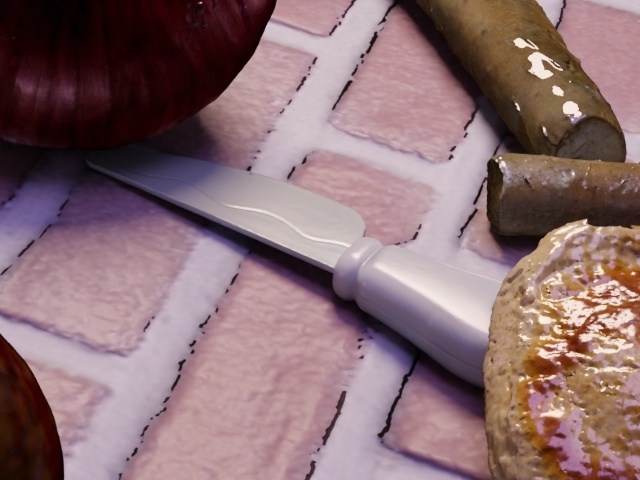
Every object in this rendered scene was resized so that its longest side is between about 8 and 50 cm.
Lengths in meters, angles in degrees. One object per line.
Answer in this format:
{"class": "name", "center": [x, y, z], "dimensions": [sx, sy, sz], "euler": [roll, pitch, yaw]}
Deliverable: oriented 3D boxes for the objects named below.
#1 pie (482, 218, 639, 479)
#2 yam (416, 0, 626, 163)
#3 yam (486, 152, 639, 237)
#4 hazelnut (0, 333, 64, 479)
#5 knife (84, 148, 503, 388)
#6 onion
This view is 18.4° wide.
{"class": "pie", "center": [0.180, 0.083, 1.071], "dimensions": [0.178, 0.084, 0.205], "euler": [16, 50, -10]}
{"class": "yam", "center": [0.116, -0.164, 1.429], "dimensions": [0.083, 0.083, 0.371], "euler": [-6, 40, -24]}
{"class": "yam", "center": [0.169, -0.027, 1.271], "dimensions": [0.132, 0.054, 0.054], "euler": [2, 36, -16]}
{"class": "hazelnut", "center": [-0.233, 0.114, 0.852], "dimensions": [0.234, 0.218, 0.218], "euler": [17, 30, -28]}
{"class": "knife", "center": [0.002, -0.001, 1.202], "dimensions": [0.331, 0.044, 0.080], "euler": [27, 41, 26]}
{"class": "onion", "center": [-0.169, -0.175, 1.278], "dimensions": [0.273, 0.285, 0.273], "euler": [4, 74, -15]}
